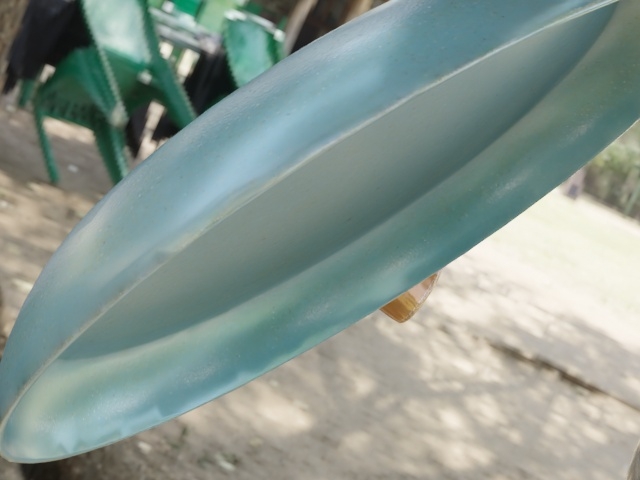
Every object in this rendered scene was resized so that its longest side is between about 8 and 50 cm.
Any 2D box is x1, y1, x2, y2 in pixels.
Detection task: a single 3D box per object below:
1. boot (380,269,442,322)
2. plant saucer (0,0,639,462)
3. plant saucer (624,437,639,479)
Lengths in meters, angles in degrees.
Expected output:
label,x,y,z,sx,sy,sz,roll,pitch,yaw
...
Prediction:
label,x,y,z,sx,sy,sz,roll,pitch,yaw
boot,0.000,0.000,0.728,0.152,0.197,0.073,49,-25,-25
plant saucer,0.012,-0.014,0.484,0.044,0.317,0.317,59,16,11
plant saucer,0.252,0.066,0.495,0.050,0.310,0.310,59,-2,-16
